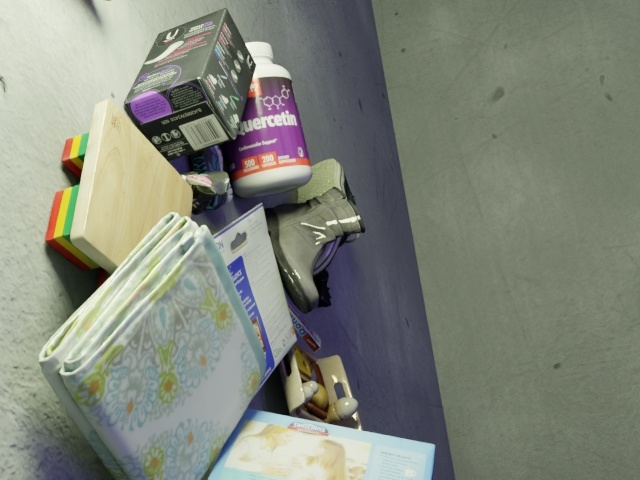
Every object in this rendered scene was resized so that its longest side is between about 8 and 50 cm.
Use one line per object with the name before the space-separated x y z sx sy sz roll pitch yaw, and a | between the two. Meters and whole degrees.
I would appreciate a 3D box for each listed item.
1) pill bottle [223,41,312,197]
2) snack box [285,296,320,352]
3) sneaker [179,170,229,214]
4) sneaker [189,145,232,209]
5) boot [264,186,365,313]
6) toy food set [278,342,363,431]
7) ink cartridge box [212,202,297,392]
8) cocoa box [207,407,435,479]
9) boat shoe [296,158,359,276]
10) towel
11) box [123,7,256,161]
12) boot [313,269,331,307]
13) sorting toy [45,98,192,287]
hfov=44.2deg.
pill bottle | -0.136 -0.266 1.759 0.181 0.181 0.323 -3 79 -71
snack box | -0.061 0.167 1.744 0.178 0.022 0.064 51 5 -6
sneaker | -0.219 -0.085 1.438 0.072 0.178 0.077 -13 102 -31
sneaker | -0.229 -0.135 1.587 0.166 0.065 0.076 67 24 -21
boot | 0.000 0.000 1.740 0.338 0.223 0.118 -115 -171 -45
toy food set | -0.003 0.313 1.788 0.306 0.092 0.220 46 22 -53
ink cartridge box | -0.150 0.114 1.513 0.303 0.072 0.307 -44 120 -66
cocoa box | -0.002 0.454 1.284 0.231 0.347 0.228 -65 162 -60
boat shoe | 0.011 -0.042 2.030 0.156 0.187 0.500 60 18 -24
towel | -0.224 0.190 1.164 0.320 0.090 0.374 -55 139 -39
box | -0.240 -0.299 1.505 0.270 0.165 0.143 -82 151 -47
boot | -0.005 0.118 2.083 0.121 0.045 0.099 47 37 -58
sorting toy | -0.310 -0.037 1.233 0.255 0.089 0.257 52 29 -51
